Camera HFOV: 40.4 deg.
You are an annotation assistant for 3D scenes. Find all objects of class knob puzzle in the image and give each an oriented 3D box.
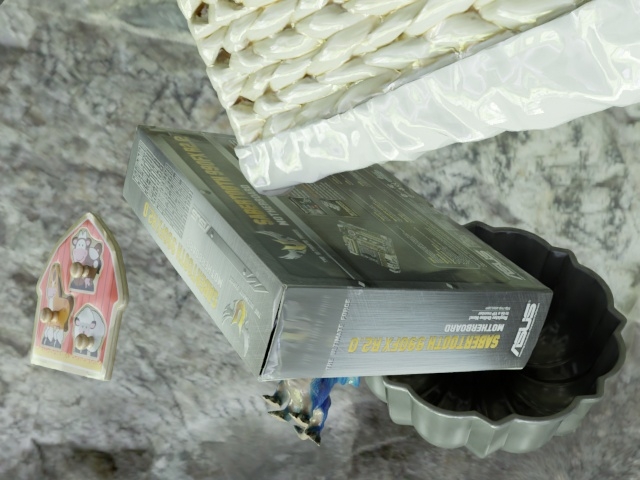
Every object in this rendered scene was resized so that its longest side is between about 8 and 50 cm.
[{"bbox_3d":[-0.297,0.061,1.046,0.213,0.030,0.213,-11,-106,41],"label":"knob puzzle"}]

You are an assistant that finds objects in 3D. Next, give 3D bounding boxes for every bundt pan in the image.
[{"bbox_3d":[0.193,0.128,1.064,0.331,0.124,0.331,1,-139,-1],"label":"bundt pan"}]

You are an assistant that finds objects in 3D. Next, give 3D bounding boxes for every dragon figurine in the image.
[{"bbox_3d":[-0.001,0.189,1.176,0.085,0.289,0.144,28,-111,22],"label":"dragon figurine"}]

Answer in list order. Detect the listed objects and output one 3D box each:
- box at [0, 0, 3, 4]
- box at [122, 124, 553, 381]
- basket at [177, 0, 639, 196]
[{"bbox_3d":[-0.397,-0.365,0.977,0.158,0.093,0.156,33,-115,-9],"label":"box"},{"bbox_3d":[0.000,0.000,0.544,0.231,0.183,0.056,42,-57,50],"label":"box"},{"bbox_3d":[0.110,-0.224,0.415,0.331,0.328,0.266,-10,-68,50],"label":"basket"}]
